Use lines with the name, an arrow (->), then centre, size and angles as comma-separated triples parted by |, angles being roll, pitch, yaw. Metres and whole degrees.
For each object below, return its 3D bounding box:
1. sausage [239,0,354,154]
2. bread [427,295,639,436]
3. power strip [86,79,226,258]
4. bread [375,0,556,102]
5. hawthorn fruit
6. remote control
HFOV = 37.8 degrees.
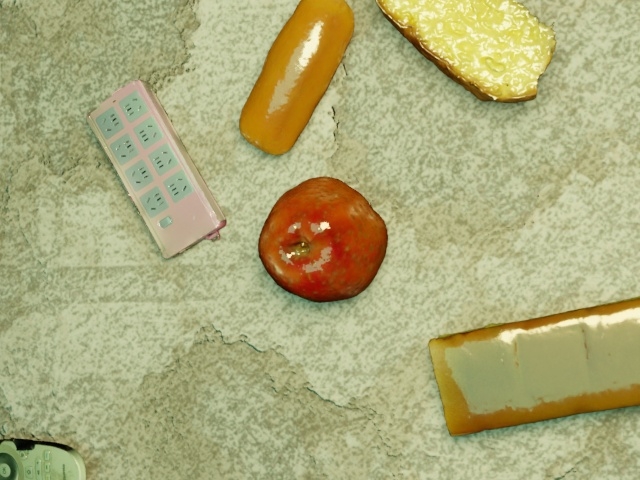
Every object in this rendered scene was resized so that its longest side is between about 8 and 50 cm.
sausage -> -0.033, -0.236, 1.314 | 0.098, 0.098, 0.238 | 31, 103, 12
bread -> 0.335, 0.160, 1.244 | 0.361, 0.077, 0.138 | -13, 89, 16
power strip -> -0.248, -0.108, 1.409 | 0.109, 0.037, 0.279 | -31, 85, 15
bread -> 0.189, -0.278, 1.228 | 0.260, 0.134, 0.129 | 42, 93, 4
hawthorn fruit -> 0.000, 0.000, 1.277 | 0.189, 0.189, 0.189 | 1, 94, 16
remote control -> -0.483, 0.363, 1.504 | 0.256, 0.045, 0.097 | 1, 94, 19
